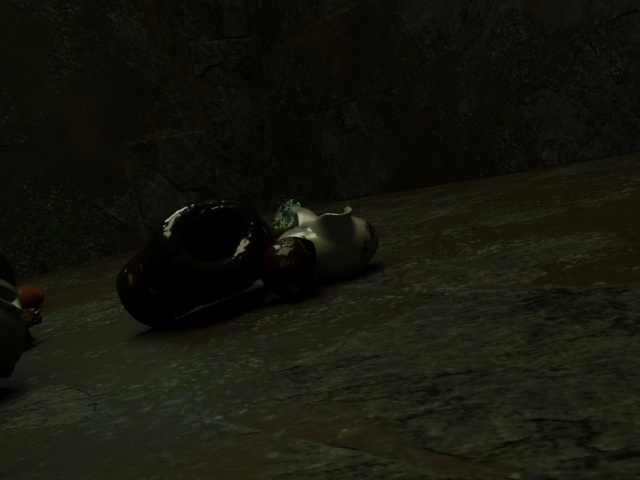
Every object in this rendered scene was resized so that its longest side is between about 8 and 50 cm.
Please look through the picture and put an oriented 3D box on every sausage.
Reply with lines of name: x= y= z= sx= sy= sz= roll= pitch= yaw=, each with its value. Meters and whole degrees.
sausage: x=-0.868 y=0.175 z=2.058 sx=0.076 sy=0.076 sz=0.197 roll=-8 pitch=9 yaw=40

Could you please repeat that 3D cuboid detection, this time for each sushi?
sushi: x=-0.613 y=0.176 z=1.390 sx=0.097 sy=0.103 sz=0.226 roll=-41 pitch=-9 yaw=34

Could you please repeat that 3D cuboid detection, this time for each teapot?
teapot: x=0.000 y=0.000 z=1.486 sx=0.208 sy=0.166 sz=0.299 roll=-25 pitch=18 yaw=-17

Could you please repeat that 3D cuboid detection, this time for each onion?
onion: x=-0.057 y=0.051 z=1.318 sx=0.118 sy=0.119 sz=0.117 roll=-13 pitch=20 yaw=-5

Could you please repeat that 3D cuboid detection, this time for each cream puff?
cream puff: x=-0.104 y=-0.060 z=2.540 sx=0.156 sy=0.156 sz=0.121 roll=-14 pitch=-36 yaw=-16

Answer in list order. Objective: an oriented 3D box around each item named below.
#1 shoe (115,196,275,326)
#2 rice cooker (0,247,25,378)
shoe: x=-0.188 y=0.012 z=1.395 sx=0.237 sy=0.171 sz=0.384 roll=-37 pitch=-7 yaw=39
rice cooker: x=-0.557 y=0.098 z=1.090 sx=0.225 sy=0.244 sz=0.226 roll=-23 pitch=-35 yaw=-17
